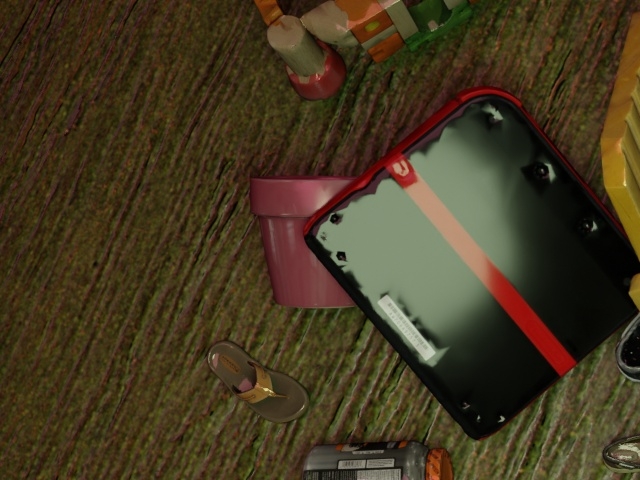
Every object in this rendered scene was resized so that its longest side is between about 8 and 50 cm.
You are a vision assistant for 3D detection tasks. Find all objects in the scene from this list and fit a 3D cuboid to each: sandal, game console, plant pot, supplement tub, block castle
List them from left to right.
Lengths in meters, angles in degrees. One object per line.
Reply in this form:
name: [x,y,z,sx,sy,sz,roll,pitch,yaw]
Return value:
sandal: [-0.097,0.203,2.083,0.180,0.049,0.072,34,90,22]
plant pot: [0.000,0.000,2.031,0.201,0.201,0.180,2,93,19]
supplement tub: [0.080,0.331,1.958,0.190,0.117,0.117,-5,76,17]
block castle: [0.098,-0.430,2.083,0.453,0.213,0.303,-31,66,7]
game console: [0.220,0.025,1.929,0.342,0.060,0.386,-40,94,4]

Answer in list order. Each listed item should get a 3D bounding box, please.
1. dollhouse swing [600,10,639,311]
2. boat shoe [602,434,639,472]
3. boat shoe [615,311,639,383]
dollhouse swing: [0.521,-0.086,1.745,0.315,0.305,0.347,7,53,20]
boat shoe: [0.444,0.278,1.885,0.152,0.049,0.056,-13,74,15]
boat shoe: [0.508,0.074,1.883,0.301,0.102,0.108,-37,69,7]
